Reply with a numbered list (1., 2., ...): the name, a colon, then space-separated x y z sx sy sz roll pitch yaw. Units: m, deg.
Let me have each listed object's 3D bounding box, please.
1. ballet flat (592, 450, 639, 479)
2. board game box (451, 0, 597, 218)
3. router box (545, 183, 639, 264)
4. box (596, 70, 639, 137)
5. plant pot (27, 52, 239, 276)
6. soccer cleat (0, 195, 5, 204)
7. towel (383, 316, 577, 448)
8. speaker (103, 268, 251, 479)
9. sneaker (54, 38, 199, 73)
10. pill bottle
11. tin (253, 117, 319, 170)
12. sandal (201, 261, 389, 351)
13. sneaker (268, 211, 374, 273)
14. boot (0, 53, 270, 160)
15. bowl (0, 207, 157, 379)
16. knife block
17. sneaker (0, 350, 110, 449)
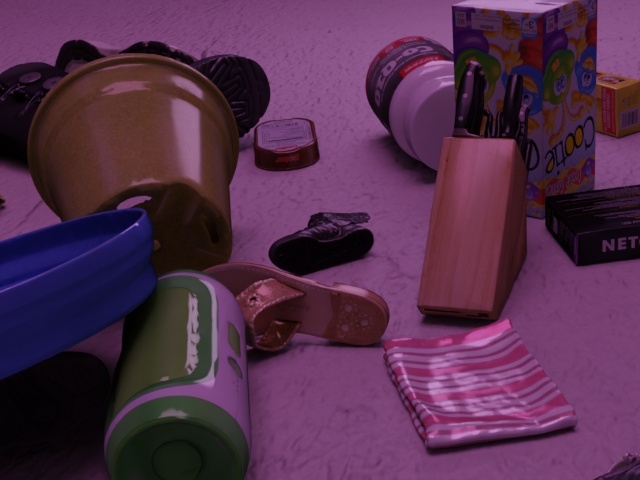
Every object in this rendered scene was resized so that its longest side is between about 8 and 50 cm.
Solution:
1. ballet flat: 0.289 0.183 0.936 0.203 0.074 0.074 -20 27 -27
2. board game box: 0.277 -0.190 1.570 0.144 0.275 0.142 14 30 39
3. router box: 0.384 -0.025 1.446 0.178 0.046 0.133 -7 23 -4
4. box: 0.425 -0.237 1.904 0.058 0.087 0.232 -20 27 -26
5. plant pot: -0.215 -0.052 1.421 0.276 0.276 0.254 -9 34 -10
6. soccer cleat: -0.542 -0.082 1.782 0.121 0.093 0.289 22 12 -15
7. towel: 0.149 0.136 1.131 0.144 0.029 0.197 -9 23 -7
8. speaker: -0.129 0.134 1.075 0.131 0.131 0.296 -6 22 -2
9. sneaker: -0.310 -0.301 2.179 0.410 0.158 0.182 18 14 35
10. pill bottle: 0.172 -0.213 1.799 0.161 0.161 0.283 -8 22 -7
11. tin: -0.058 -0.160 1.893 0.106 0.040 0.190 -10 22 0
12. sandal: -0.050 0.080 1.238 0.240 0.088 0.079 5 18 12
13. sneaker: 0.000 -0.002 1.480 0.170 0.051 0.089 -10 22 -24
14. boot: -0.358 -0.233 1.988 0.367 0.146 0.445 -30 29 -35
15. bowl: -0.339 0.071 1.111 0.391 0.077 0.391 -18 11 4
16. knife block: 0.182 -0.068 1.341 0.088 0.242 0.276 3 24 21
17. sneaker: -0.309 0.149 1.091 0.227 0.087 0.130 -27 25 -1
